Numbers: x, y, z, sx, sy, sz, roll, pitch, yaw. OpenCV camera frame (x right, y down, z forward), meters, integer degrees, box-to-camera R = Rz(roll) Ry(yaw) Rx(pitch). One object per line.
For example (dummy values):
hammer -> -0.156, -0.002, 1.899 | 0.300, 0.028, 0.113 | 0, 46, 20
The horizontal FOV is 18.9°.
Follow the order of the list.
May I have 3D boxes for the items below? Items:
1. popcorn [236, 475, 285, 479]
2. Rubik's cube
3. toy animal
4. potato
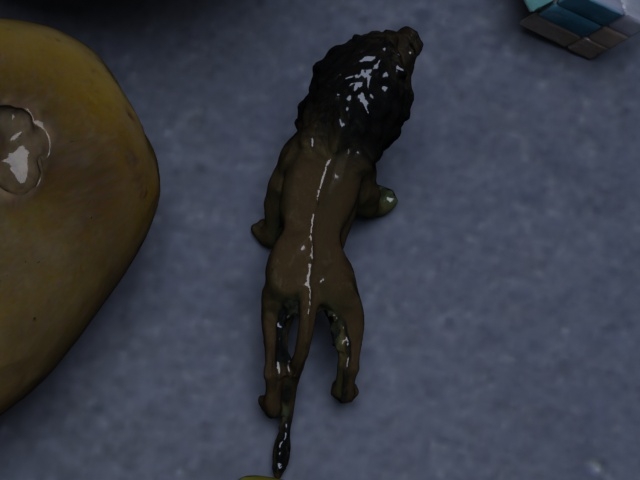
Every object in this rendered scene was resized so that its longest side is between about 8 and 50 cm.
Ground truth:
popcorn -> -0.019, 0.204, 0.779 | 0.191, 0.190, 0.253 | -44, 97, 4
Rubik's cube -> 0.128, -0.142, 0.964 | 0.073, 0.075, 0.084 | 20, 55, -16
toy animal -> -0.001, 0.004, 0.909 | 0.069, 0.086, 0.220 | 9, 89, 0
potato -> -0.177, -0.004, 0.853 | 0.234, 0.146, 0.150 | -48, 127, -31
